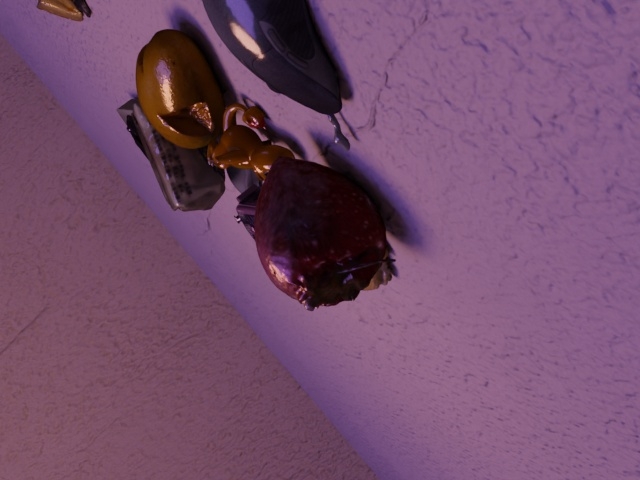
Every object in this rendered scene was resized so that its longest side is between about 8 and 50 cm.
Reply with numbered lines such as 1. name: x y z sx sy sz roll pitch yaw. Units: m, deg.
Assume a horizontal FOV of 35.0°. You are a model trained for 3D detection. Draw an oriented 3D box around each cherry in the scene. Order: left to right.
1. cherry: -0.007 -0.022 1.521 0.249 0.192 0.175 60 -156 14

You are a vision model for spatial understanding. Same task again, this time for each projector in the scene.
1. projector: -0.375 -0.217 2.430 0.257 0.079 0.259 55 165 -20

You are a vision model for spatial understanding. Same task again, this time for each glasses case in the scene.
1. glasses case: -0.154 -0.134 1.993 0.067 0.045 0.178 48 169 12

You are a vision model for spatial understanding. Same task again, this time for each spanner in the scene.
1. spanner: -0.510 -0.533 2.100 0.054 0.015 0.254 45 167 9

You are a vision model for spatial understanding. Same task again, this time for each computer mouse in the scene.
1. computer mouse: -0.057 -0.236 1.273 0.167 0.090 0.379 35 163 51

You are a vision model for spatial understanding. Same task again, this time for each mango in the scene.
1. mango: -0.241 -0.259 1.737 0.167 0.130 0.262 43 162 27

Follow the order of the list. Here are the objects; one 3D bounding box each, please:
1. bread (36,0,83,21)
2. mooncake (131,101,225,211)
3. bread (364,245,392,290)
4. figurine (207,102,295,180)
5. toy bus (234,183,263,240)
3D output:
1. bread: -0.575 -0.547 2.281 0.109 0.080 0.084 16 178 -19
2. mooncake: -0.270 -0.176 1.987 0.250 0.136 0.254 -175 63 -82
3. bread: -0.010 0.001 1.699 0.251 0.133 0.174 43 168 24
4. figurine: -0.107 -0.161 1.682 0.176 0.121 0.122 30 128 39
5. toy bus: -0.087 -0.047 1.911 0.108 0.096 0.199 54 165 -17
